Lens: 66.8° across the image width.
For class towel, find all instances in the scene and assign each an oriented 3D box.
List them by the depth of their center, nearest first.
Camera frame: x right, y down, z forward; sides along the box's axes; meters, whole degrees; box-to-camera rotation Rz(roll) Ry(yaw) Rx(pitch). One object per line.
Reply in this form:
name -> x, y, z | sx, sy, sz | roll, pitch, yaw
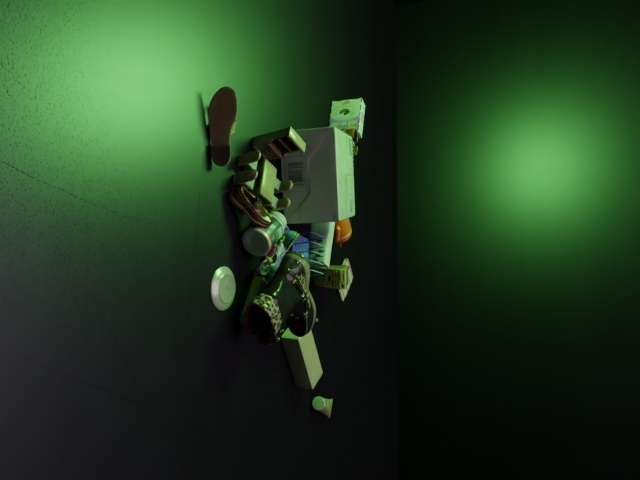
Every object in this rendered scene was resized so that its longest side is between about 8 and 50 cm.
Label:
towel -> 0.126, 0.209, 2.595 | 0.197, 0.029, 0.144 | -63, 145, -45

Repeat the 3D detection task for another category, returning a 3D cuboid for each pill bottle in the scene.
pill bottle -> -0.191, -0.031, 1.714 | 0.180, 0.107, 0.108 | -55, 139, -56

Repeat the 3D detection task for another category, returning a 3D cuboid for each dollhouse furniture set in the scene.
dollhouse furniture set -> -0.158, -0.254, 1.694 | 0.212, 0.160, 0.242 | 41, 48, -52

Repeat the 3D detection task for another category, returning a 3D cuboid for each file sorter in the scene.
file sorter -> -0.051, 0.060, 2.024 | 0.118, 0.104, 0.171 | 22, 66, -54

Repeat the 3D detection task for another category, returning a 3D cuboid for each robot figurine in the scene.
robot figurine -> 0.081, -0.076, 2.358 | 0.128, 0.158, 0.220 | -31, 128, -17

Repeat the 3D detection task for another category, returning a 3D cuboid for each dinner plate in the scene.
dinner plate -> -0.305, 0.154, 1.553 | 0.141, 0.017, 0.142 | -1, 90, -69

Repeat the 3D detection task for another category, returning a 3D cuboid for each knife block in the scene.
knife block -> 0.098, 0.161, 2.259 | 0.241, 0.275, 0.088 | -4, 93, -38

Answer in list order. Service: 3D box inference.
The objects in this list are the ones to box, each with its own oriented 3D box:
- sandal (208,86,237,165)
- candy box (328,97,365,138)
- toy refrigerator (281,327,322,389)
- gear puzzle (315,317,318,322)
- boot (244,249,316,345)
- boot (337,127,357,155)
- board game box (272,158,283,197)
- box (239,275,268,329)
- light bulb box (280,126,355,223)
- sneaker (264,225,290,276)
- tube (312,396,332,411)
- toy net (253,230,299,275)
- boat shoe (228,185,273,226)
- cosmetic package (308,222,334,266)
sandal -> -0.307, -0.352, 1.517 | 0.079, 0.088, 0.240 | -148, -118, -79
candy box -> 0.131, -0.608, 2.442 | 0.070, 0.164, 0.197 | 45, 49, -60
toy refrigerator -> -0.078, 0.475, 2.005 | 0.102, 0.094, 0.270 | -50, 134, -48
gear puzzle -> -0.077, 0.271, 2.068 | 0.176, 0.044, 0.339 | -68, 148, -43
boot -> -0.134, 0.257, 1.701 | 0.284, 0.138, 0.378 | -51, 150, -47
boot -> 0.063, -0.372, 2.194 | 0.109, 0.219, 0.284 | 33, 60, -64
board game box -> -0.154, -0.271, 1.919 | 0.126, 0.026, 0.187 | 25, 66, -66
box -> -0.224, 0.228, 1.715 | 0.109, 0.042, 0.178 | 63, 33, -47
light bulb box -> 0.000, -0.257, 1.974 | 0.361, 0.225, 0.359 | -24, 112, -76
sneaker -> -0.161, 0.026, 1.823 | 0.081, 0.080, 0.212 | 47, 46, -63
tube -> 0.020, 0.782, 2.287 | 0.070, 0.062, 0.240 | -41, 152, -3
toy net -> -0.161, 0.059, 1.670 | 0.232, 0.045, 0.122 | -51, -177, 27
boat shoe -> -0.220, -0.111, 1.610 | 0.178, 0.060, 0.064 | 41, 31, -24
cosmetic package -> 0.000, 0.000, 2.194 | 0.060, 0.098, 0.239 | 47, 46, -59
